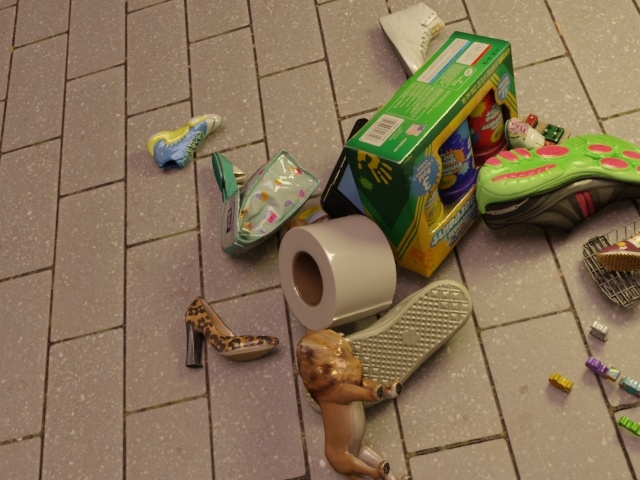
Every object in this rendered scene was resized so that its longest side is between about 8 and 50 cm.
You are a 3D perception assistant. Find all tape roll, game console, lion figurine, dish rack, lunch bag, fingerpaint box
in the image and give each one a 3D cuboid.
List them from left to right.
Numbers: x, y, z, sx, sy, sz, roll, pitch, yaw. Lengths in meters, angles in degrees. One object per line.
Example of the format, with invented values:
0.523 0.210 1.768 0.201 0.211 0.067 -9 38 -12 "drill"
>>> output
-0.157 -0.080 1.993 0.160 0.223 0.262 41 71 -9 "lunch bag"
0.035 0.072 1.783 0.169 0.246 0.246 -14 49 -32 "tape roll"
0.057 0.388 1.659 0.240 0.142 0.391 0 94 38 "lion figurine"
0.176 -0.143 1.984 0.173 0.250 0.293 -4 54 46 "game console"
0.287 -0.201 1.815 0.163 0.371 0.445 24 59 36 "fingerpaint box"
0.745 0.041 1.756 0.272 0.074 0.208 -25 54 3 "dish rack"

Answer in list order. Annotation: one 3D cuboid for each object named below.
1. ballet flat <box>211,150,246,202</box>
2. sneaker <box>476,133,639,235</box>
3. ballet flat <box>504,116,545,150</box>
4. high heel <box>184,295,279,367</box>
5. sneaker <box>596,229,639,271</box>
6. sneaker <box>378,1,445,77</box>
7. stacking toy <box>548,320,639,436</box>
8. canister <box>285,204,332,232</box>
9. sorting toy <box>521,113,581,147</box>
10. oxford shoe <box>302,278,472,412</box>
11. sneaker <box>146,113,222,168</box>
-0.244 -0.150 2.173 0.087 0.083 0.247 -6 55 -16 "ballet flat"
0.596 -0.124 1.846 0.483 0.202 0.185 -5 43 -6 "sneaker"
0.511 -0.222 1.891 0.079 0.221 0.076 16 67 34 "ballet flat"
-0.224 0.206 1.924 0.261 0.093 0.186 -12 63 20 "high heel"
0.701 0.014 1.708 0.186 0.069 0.083 -4 51 11 "sneaker"
0.291 -0.588 2.254 0.169 0.108 0.292 -24 54 5 "sneaker"
0.627 0.293 1.650 0.221 0.052 0.167 33 75 28 "stacking toy"
0.000 0.000 2.001 0.126 0.073 0.170 -34 54 -6 "canister"
0.566 -0.259 2.006 0.275 0.046 0.132 26 70 28 "sorting toy"
0.157 0.247 1.779 0.449 0.130 0.169 -38 86 8 "oxford shoe"
-0.390 -0.282 2.297 0.240 0.091 0.126 -22 74 2 "sneaker"
